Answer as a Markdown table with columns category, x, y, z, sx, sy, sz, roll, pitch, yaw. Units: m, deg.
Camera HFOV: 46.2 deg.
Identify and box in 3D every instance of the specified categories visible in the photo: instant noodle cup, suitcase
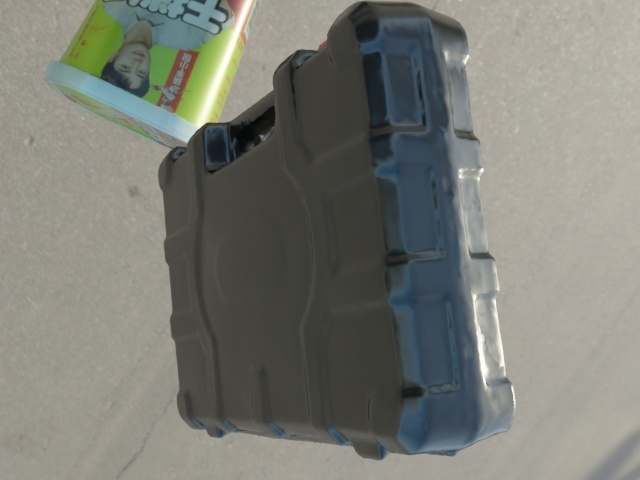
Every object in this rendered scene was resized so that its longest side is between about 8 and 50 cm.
| category | x | y | z | sx | sy | sz | roll | pitch | yaw |
| --- | --- | --- | --- | --- | --- | --- | --- | --- | --- |
| instant noodle cup | -0.232 | -0.318 | 1.160 | 0.294 | 0.294 | 0.308 | 29 | 84 | -55 |
| suitcase | -0.016 | 0.012 | 0.434 | 0.066 | 0.285 | 0.206 | -1 | 81 | -31 |
